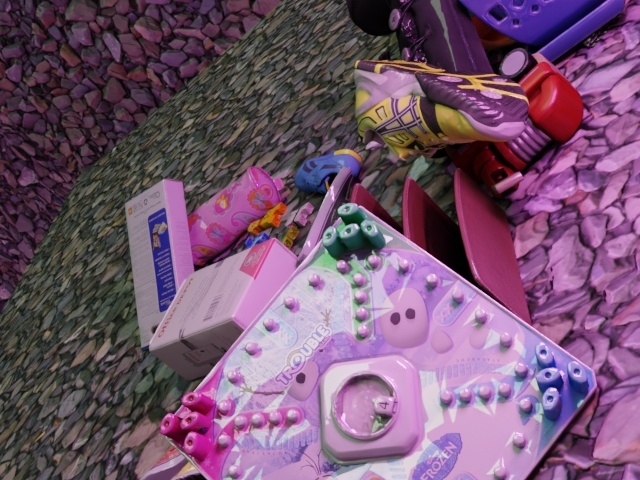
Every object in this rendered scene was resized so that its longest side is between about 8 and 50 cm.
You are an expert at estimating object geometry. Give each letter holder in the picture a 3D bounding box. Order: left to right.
[{"bbox_3d":[0.156,0.013,1.363,0.152,0.214,0.302,-37,24,23],"label":"letter holder"}]

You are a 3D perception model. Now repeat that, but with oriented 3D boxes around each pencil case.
[{"bbox_3d":[-0.217,-0.059,2.284,0.284,0.124,0.124,-38,24,20],"label":"pencil case"}]

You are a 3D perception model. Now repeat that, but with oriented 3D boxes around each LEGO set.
[{"bbox_3d":[-0.111,-0.003,2.036,0.093,0.087,0.227,-21,32,46],"label":"LEGO set"}]

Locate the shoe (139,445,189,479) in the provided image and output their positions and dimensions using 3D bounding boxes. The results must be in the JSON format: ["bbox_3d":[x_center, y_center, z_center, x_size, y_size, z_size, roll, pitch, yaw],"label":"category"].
[{"bbox_3d":[-0.242,0.378,1.672,0.178,0.063,0.081,-36,23,13],"label":"shoe"}]

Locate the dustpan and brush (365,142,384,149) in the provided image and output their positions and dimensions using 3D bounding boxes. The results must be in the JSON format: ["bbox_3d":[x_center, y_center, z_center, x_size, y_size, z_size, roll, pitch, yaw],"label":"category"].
[{"bbox_3d":[0.185,-0.222,1.905,0.211,0.060,0.147,-35,25,27],"label":"dustpan and brush"}]

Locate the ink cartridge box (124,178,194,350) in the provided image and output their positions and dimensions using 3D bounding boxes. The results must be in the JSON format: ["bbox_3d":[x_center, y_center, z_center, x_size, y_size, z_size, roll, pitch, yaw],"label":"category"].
[{"bbox_3d":[-0.371,0.058,2.261,0.175,0.069,0.371,-24,67,43],"label":"ink cartridge box"}]

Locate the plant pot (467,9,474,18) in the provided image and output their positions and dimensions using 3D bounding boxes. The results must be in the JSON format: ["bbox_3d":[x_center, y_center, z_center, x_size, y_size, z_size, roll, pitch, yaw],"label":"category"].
[{"bbox_3d":[0.288,-0.580,2.194,0.165,0.166,0.234,-18,29,50],"label":"plant pot"}]

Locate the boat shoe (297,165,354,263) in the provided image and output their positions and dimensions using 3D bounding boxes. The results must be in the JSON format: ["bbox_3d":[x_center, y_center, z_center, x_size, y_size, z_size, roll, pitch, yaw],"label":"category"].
[{"bbox_3d":[0.030,-0.040,1.865,0.080,0.076,0.228,118,177,-57],"label":"boat shoe"}]

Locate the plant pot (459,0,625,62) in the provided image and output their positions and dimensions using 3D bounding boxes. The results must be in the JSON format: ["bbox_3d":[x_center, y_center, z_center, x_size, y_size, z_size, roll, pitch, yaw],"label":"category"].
[{"bbox_3d":[0.402,-0.460,1.685,0.236,0.212,0.236,-35,19,36],"label":"plant pot"}]

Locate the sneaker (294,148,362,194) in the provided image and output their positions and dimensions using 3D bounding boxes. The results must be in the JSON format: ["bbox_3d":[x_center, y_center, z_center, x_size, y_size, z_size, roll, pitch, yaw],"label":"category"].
[{"bbox_3d":[0.002,-0.132,2.072,0.209,0.069,0.082,-17,40,50],"label":"sneaker"}]

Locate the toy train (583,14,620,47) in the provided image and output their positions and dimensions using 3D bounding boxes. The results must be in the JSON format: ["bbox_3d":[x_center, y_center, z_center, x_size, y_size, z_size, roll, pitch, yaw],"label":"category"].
[{"bbox_3d":[0.485,-0.365,1.669,0.083,0.017,0.024,-48,11,-4],"label":"toy train"}]

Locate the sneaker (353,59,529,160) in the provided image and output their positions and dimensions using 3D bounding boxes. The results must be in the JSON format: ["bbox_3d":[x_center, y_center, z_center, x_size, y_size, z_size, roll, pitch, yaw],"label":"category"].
[{"bbox_3d":[0.184,-0.192,1.509,0.384,0.145,0.147,31,122,58],"label":"sneaker"}]

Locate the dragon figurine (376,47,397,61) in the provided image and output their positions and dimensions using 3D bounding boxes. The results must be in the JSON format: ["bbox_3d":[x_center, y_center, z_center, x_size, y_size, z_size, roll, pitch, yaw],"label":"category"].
[{"bbox_3d":[0.167,-0.334,2.090,0.085,0.144,0.289,-44,3,10],"label":"dragon figurine"}]

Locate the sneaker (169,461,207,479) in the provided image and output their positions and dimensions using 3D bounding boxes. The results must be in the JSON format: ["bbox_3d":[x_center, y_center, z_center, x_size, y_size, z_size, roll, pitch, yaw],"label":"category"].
[{"bbox_3d":[-0.178,0.370,1.562,0.208,0.081,0.094,-37,17,7],"label":"sneaker"}]

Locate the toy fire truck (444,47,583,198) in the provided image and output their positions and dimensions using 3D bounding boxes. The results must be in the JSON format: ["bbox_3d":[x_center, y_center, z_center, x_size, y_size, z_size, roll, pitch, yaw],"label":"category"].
[{"bbox_3d":[0.309,-0.157,1.506,0.217,0.158,0.246,-44,42,20],"label":"toy fire truck"}]

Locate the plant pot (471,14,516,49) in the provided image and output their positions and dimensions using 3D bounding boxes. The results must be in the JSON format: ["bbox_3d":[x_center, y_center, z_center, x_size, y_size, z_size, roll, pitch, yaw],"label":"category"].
[{"bbox_3d":[0.320,-0.473,1.934,0.205,0.205,0.188,-50,7,-7],"label":"plant pot"}]

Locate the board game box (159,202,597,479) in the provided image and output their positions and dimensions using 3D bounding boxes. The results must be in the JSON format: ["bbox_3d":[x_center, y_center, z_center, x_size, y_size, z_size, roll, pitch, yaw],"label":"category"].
[{"bbox_3d":[0.053,0.194,1.148,0.390,0.050,0.390,37,84,27],"label":"board game box"}]

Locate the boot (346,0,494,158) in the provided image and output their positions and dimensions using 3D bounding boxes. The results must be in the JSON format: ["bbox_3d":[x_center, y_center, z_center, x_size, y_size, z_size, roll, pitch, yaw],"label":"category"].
[{"bbox_3d":[0.186,-0.354,1.833,0.146,0.445,0.367,-13,-22,-12],"label":"boot"}]

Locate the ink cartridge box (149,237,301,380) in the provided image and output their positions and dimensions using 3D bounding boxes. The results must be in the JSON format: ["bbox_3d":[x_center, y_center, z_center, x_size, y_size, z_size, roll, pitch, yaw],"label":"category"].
[{"bbox_3d":[-0.178,0.137,1.879,0.283,0.117,0.207,-23,33,44],"label":"ink cartridge box"}]
